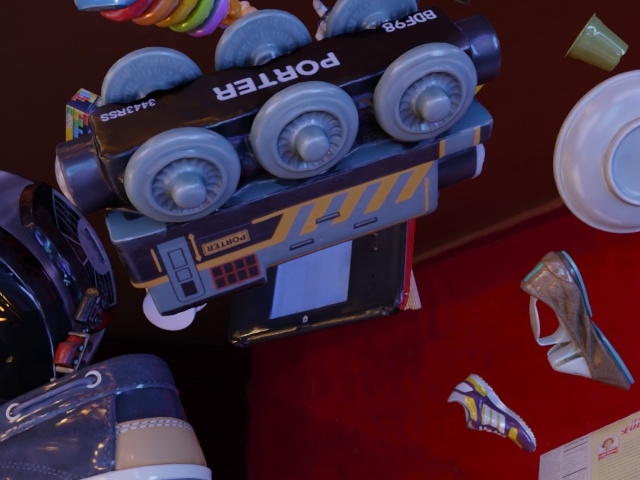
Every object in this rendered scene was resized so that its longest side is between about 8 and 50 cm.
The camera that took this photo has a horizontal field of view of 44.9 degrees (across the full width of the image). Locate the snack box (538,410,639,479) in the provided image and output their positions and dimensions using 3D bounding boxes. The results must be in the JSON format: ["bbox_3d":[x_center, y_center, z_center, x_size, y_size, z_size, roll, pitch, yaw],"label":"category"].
[{"bbox_3d":[0.480,0.360,1.202,0.322,0.060,0.187,-39,13,34],"label":"snack box"}]

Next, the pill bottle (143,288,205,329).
[{"bbox_3d":[-0.231,0.059,1.302,0.186,0.112,0.112,-81,12,-55],"label":"pill bottle"}]

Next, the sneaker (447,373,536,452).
[{"bbox_3d":[0.328,0.349,1.493,0.185,0.084,0.069,46,166,18],"label":"sneaker"}]

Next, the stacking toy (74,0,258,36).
[{"bbox_3d":[-0.202,-0.374,1.169,0.175,0.302,0.165,11,88,42],"label":"stacking toy"}]

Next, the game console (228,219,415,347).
[{"bbox_3d":[0.000,0.000,1.350,0.386,0.060,0.342,-18,50,38],"label":"game console"}]

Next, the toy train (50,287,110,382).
[{"bbox_3d":[-0.267,0.124,0.834,0.036,0.027,0.158,61,-139,-61],"label":"toy train"}]

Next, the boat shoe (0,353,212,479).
[{"bbox_3d":[-0.326,0.233,0.741,0.500,0.187,0.156,-22,64,21],"label":"boat shoe"}]

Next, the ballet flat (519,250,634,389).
[{"bbox_3d":[0.465,0.172,1.441,0.124,0.342,0.116,-31,28,8],"label":"ballet flat"}]

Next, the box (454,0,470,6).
[{"bbox_3d":[0.244,-0.559,1.361,0.143,0.165,0.270,-56,-7,-5],"label":"box"}]

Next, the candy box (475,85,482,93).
[{"bbox_3d":[0.256,-0.297,1.695,0.206,0.027,0.105,-50,52,13],"label":"candy box"}]

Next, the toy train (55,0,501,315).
[{"bbox_3d":[-0.021,-0.067,0.591,0.190,0.334,0.142,81,165,-49],"label":"toy train"}]

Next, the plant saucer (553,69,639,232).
[{"bbox_3d":[0.758,-0.195,1.826,0.100,0.400,0.400,-107,29,-69],"label":"plant saucer"}]

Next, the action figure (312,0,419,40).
[{"bbox_3d":[0.051,-0.297,0.911,0.164,0.276,0.141,-39,40,18],"label":"action figure"}]

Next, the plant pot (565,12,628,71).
[{"bbox_3d":[0.469,-0.325,1.305,0.083,0.079,0.083,-54,-6,-9],"label":"plant pot"}]

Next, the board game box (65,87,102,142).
[{"bbox_3d":[-0.325,-0.137,1.213,0.170,0.141,0.048,114,-179,-51],"label":"board game box"}]

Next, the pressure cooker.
[{"bbox_3d":[-0.470,0.084,1.010,0.420,0.375,0.370,-117,50,-77],"label":"pressure cooker"}]

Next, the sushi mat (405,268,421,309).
[{"bbox_3d":[0.129,0.079,1.709,0.316,0.151,0.019,68,-164,-53],"label":"sushi mat"}]
